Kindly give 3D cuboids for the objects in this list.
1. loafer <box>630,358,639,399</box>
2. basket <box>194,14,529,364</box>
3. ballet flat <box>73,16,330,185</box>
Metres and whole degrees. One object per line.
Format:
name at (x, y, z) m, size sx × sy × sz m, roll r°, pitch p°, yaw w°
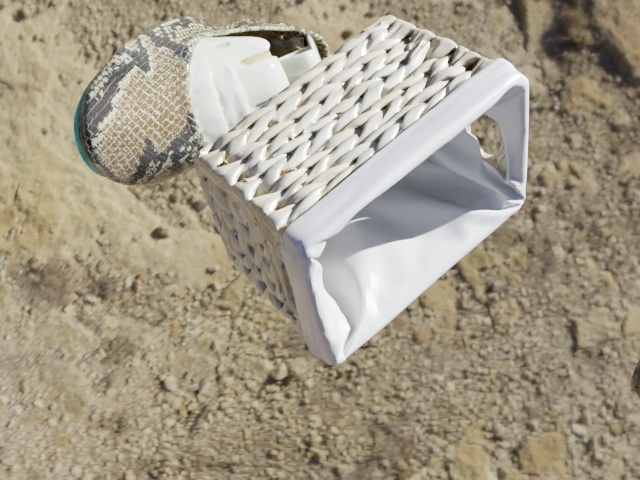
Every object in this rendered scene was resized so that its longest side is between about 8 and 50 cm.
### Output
loafer at (0.268, 0.024, 0.589) m, size 0.267 × 0.096 × 0.084 m, roll -28°, pitch 52°, yaw -30°
basket at (0.026, -0.034, 0.540) m, size 0.167 × 0.113 × 0.103 m, roll -38°, pitch 55°, yaw -19°
ballet flat at (-0.094, -0.189, 1.102) m, size 0.483 × 0.182 × 0.164 m, roll -48°, pitch 130°, yaw -64°
